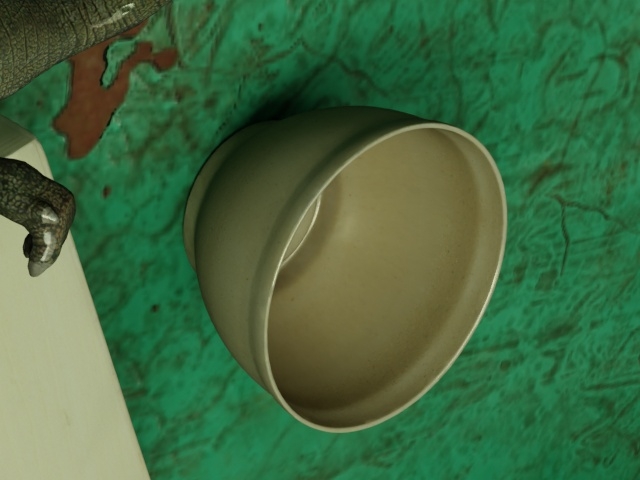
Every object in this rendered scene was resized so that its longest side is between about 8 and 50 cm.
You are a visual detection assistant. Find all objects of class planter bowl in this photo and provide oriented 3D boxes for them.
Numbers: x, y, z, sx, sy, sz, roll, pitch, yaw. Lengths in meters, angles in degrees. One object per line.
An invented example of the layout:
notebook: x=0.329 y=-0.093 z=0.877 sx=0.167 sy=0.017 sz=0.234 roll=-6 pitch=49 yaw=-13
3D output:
planter bowl: x=0.000 y=0.000 z=0.870 sx=0.162 sy=0.109 sz=0.162 roll=-24 pitch=127 yaw=-35

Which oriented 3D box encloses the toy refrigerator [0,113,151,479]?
toy refrigerator: x=-0.152 y=0.070 z=0.762 sx=0.094 sy=0.102 sz=0.269 roll=-35 pitch=133 yaw=-27

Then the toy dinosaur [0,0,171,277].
toy dinosaur: x=-0.178 y=-0.013 z=0.561 sx=0.313 sy=0.121 sz=0.160 roll=-28 pitch=126 yaw=11
